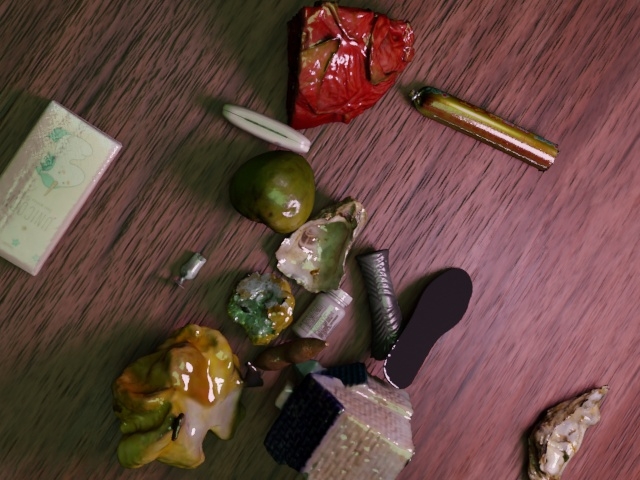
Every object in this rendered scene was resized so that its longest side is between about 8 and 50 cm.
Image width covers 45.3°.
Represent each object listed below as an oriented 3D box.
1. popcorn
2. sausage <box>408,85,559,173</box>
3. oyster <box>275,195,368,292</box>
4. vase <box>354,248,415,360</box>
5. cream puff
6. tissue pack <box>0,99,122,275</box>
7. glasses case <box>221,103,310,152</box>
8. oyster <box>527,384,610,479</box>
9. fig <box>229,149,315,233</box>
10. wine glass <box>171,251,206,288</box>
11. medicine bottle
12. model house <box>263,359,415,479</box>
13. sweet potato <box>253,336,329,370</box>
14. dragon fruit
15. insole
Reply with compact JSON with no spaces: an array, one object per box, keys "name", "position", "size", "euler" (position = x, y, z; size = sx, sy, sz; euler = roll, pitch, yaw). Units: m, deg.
[{"name":"popcorn","position":[-0.292,0.317,1.580],"size":[0.316,0.281,0.297],"euler":[17,83,-51]},{"name":"sausage","position":[0.367,-0.264,1.757],"size":[0.372,0.082,0.082],"euler":[23,89,-11]},{"name":"oyster","position":[0.016,0.001,1.694],"size":[0.162,0.107,0.232],"euler":[35,101,-3]},{"name":"vase","position":[0.142,0.140,1.724],"size":[0.116,0.115,0.237],"euler":[-13,93,-10]},{"name":"cream puff","position":[-0.126,0.150,1.667],"size":[0.121,0.156,0.156],"euler":[-34,102,-50]},{"name":"tissue pack","position":[-0.568,-0.109,1.579],"size":[0.170,0.071,0.325],"euler":[33,88,-13]},{"name":"glasses case","position":[-0.117,-0.241,1.651],"size":[0.204,0.081,0.051],"euler":[24,93,-5]},{"name":"oyster","position":[0.592,0.461,1.847],"size":[0.294,0.094,0.166],"euler":[-41,119,-16]},{"name":"fig","position":[-0.091,-0.107,1.622],"size":[0.181,0.181,0.191],"euler":[33,62,-11]},{"name":"wine glass","position":[-0.286,0.063,1.662],"size":[0.042,0.039,0.083],"euler":[39,83,-2]},{"name":"medicine bottle","position":[0.005,0.166,1.705],"size":[0.079,0.079,0.140],"euler":[39,85,-11]},{"name":"model house","position":[0.028,0.381,1.617],"size":[0.284,0.298,0.243],"euler":[36,99,-6]},{"name":"sweet potato","position":[-0.061,0.243,1.661],"size":[0.218,0.065,0.051],"euler":[-23,98,35]},{"name":"dragon fruit","position":[0.060,-0.423,1.641],"size":[0.330,0.302,0.240],"euler":[-21,69,-18]},{"name":"insole","position":[0.244,0.189,1.719],"size":[0.119,0.009,0.348],"euler":[48,60,-14]}]
